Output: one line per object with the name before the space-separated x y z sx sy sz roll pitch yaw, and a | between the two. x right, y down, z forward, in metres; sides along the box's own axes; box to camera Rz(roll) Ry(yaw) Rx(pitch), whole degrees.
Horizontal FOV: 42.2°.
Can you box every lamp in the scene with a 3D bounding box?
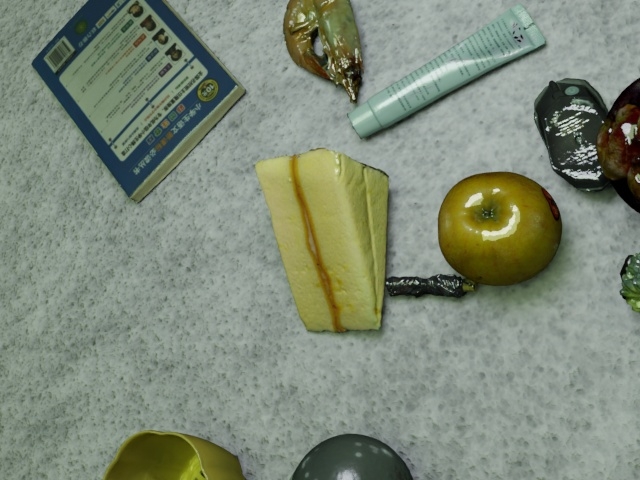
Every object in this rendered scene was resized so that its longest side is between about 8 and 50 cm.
lamp | 0.013 0.409 1.220 0.182 0.182 0.314 58 132 24

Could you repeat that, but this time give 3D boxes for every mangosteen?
mangosteen | 0.454 -0.119 1.060 0.211 0.250 0.211 11 109 35

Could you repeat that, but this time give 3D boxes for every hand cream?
hand cream | 0.196 -0.269 1.345 0.331 0.058 0.085 -30 65 14

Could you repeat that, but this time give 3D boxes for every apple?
apple | 0.256 -0.020 1.202 0.183 0.155 0.182 -6 76 23

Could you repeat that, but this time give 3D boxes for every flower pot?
flower pot | -0.208 0.392 1.285 0.195 0.179 0.195 -7 74 23

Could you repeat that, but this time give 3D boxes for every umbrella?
umbrella | 0.171 0.070 1.281 0.144 0.040 0.037 -2 84 27

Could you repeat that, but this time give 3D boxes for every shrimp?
shrimp | 0.008 -0.346 1.447 0.145 0.061 0.267 -32 69 22

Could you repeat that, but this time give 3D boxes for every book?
book | -0.367 -0.318 1.611 0.300 0.039 0.428 -44 64 8

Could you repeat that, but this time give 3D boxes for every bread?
bread | 0.001 0.004 1.288 0.168 0.163 0.263 -7 74 35

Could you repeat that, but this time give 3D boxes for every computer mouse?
computer mouse | 0.386 -0.153 1.233 0.106 0.062 0.192 -23 63 18

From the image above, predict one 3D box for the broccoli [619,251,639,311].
broccoli | 0.517 0.092 1.068 0.247 0.263 0.243 -4 101 55
